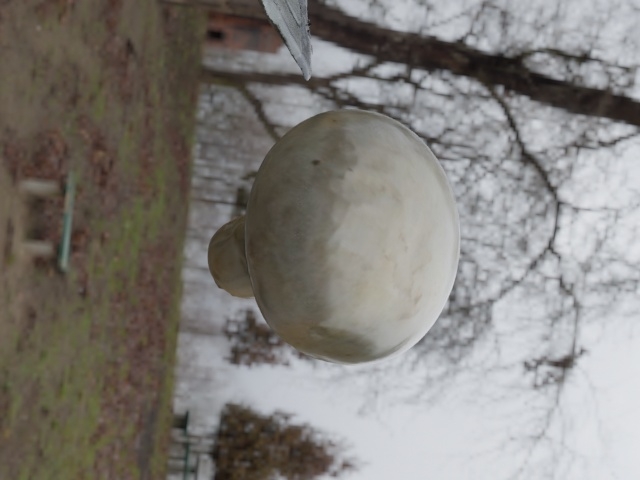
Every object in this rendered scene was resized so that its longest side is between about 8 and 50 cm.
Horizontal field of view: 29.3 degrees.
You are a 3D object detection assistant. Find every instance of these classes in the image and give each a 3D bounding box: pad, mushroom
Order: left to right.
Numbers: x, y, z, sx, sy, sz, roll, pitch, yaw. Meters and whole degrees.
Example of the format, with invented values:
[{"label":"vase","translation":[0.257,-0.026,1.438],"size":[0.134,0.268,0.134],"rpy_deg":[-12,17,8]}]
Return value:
[{"label":"pad","translation":[-0.042,-0.286,1.130],"size":[0.174,0.022,0.233],"rpy_deg":[55,28,-53]},{"label":"mushroom","translation":[0.018,-0.002,0.994],"size":[0.209,0.206,0.206],"rpy_deg":[-172,-91,-71]}]
